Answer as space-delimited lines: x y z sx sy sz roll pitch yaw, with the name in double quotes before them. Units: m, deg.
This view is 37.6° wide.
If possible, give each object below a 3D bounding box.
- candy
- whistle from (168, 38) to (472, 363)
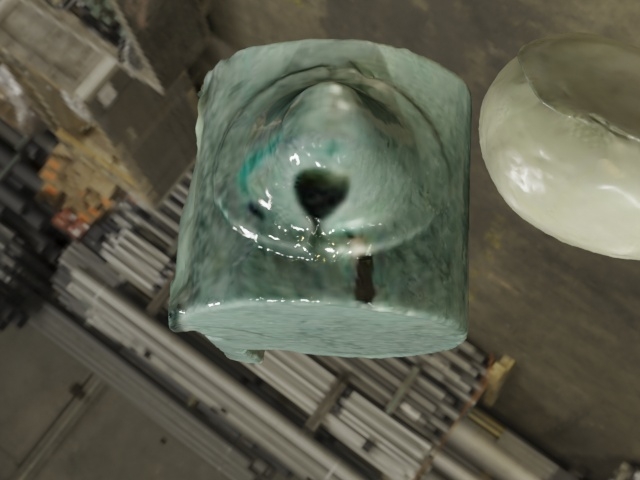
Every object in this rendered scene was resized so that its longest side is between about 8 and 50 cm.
"candy" 0.296 -0.091 0.967 0.295 0.295 0.185 33 132 17
"whistle" -0.032 -0.002 0.682 0.188 0.168 0.404 13 161 -29
